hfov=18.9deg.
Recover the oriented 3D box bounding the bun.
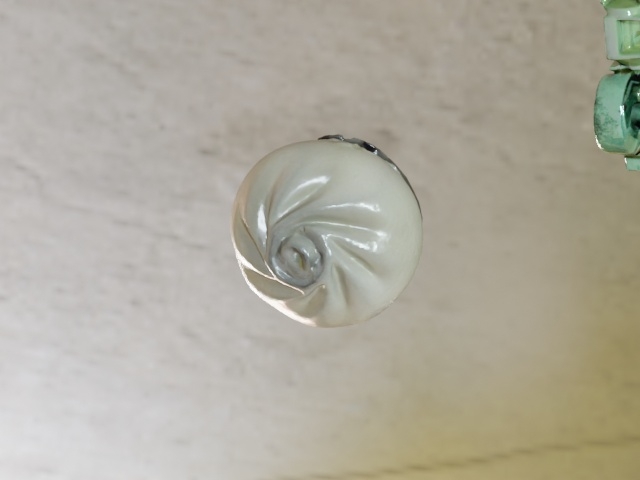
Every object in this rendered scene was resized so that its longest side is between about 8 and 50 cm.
[{"bbox_3d":[0.000,0.000,1.677,0.173,0.120,0.172,6,113,15],"label":"bun"}]

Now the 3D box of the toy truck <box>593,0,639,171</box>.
[{"bbox_3d":[0.222,-0.168,1.065,0.128,0.135,0.259,3,109,27],"label":"toy truck"}]
